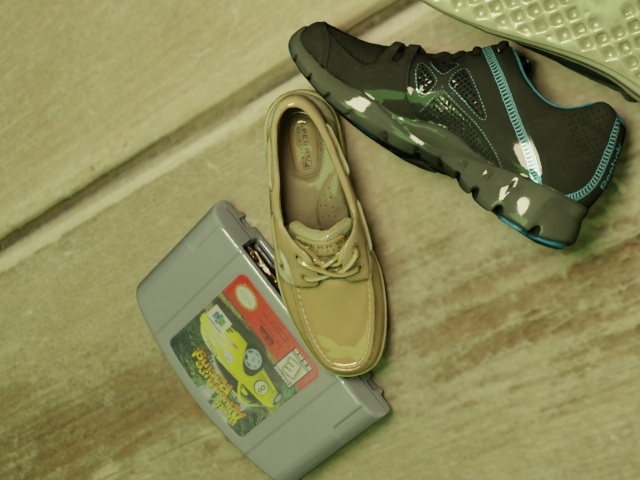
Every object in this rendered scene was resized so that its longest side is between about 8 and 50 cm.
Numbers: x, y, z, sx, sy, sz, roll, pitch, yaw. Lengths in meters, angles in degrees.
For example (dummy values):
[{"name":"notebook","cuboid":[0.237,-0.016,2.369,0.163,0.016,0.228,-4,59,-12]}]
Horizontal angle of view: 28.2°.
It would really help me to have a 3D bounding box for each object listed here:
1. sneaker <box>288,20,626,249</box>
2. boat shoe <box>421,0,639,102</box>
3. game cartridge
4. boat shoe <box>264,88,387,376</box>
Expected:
[{"name":"sneaker","cuboid":[0.123,-0.128,1.188,0.341,0.125,0.140,34,94,21]},{"name":"boat shoe","cuboid":[0.293,-0.180,1.024,0.500,0.156,0.187,26,115,9]},{"name":"game cartridge","cuboid":[-0.076,0.124,1.424,0.294,0.060,0.196,51,129,7]},{"name":"boat shoe","cuboid":[0.000,0.000,1.282,0.109,0.098,0.302,-10,100,5]}]
